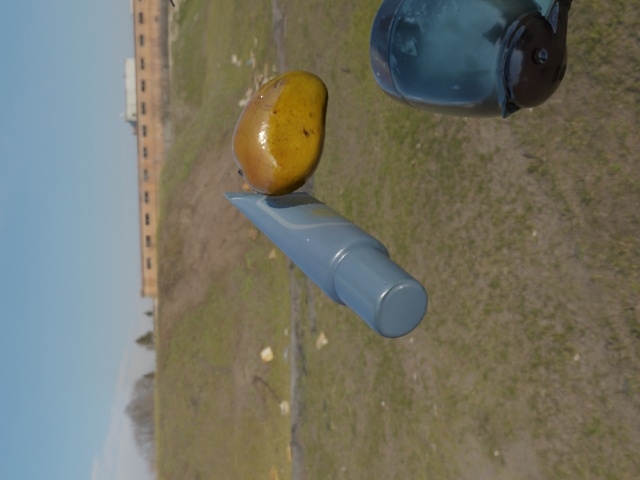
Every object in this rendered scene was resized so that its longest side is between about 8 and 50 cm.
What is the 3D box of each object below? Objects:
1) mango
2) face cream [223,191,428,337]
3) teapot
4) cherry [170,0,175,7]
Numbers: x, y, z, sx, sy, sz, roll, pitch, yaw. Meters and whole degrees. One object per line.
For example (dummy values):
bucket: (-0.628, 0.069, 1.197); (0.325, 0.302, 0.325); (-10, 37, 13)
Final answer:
mango: (-0.050, -0.136, 0.793); (0.089, 0.115, 0.165); (-177, 95, -76)
face cream: (0.000, 0.000, 0.802); (0.385, 0.136, 0.086); (41, 128, 55)
teapot: (0.278, -0.352, 1.050); (0.312, 0.233, 0.315); (32, 106, 49)
cherry: (-0.232, -0.550, 1.087); (0.250, 0.175, 0.192); (-13, 108, 58)
